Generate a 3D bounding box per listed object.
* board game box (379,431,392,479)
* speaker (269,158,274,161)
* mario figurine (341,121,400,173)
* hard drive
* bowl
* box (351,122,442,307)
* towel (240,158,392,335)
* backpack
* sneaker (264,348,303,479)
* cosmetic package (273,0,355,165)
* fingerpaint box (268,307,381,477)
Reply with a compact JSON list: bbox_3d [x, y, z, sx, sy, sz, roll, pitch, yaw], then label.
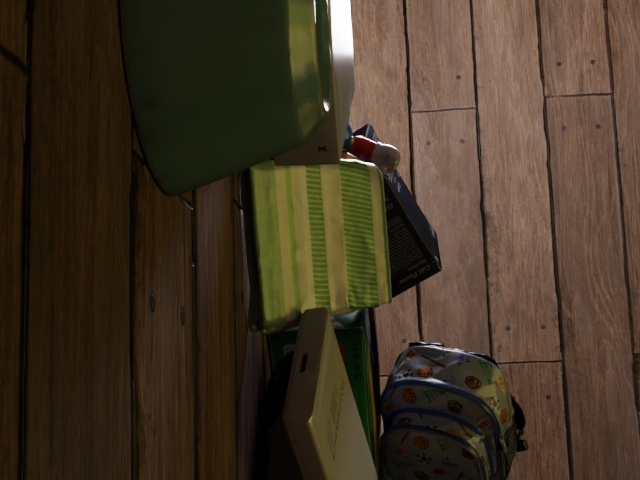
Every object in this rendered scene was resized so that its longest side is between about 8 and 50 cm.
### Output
[{"bbox_3d":[0.071,0.554,2.091,0.317,0.046,0.213,-60,-170,26],"label":"board game box"},{"bbox_3d":[-0.063,-0.131,1.769,0.136,0.055,0.055,-73,160,-76],"label":"speaker"},{"bbox_3d":[0.041,-0.186,2.042,0.170,0.198,0.320,-58,132,-78],"label":"mario figurine"},{"bbox_3d":[0.021,0.306,1.550,0.233,0.047,0.353,-80,158,-53],"label":"hard drive"},{"bbox_3d":[-0.077,-0.203,1.041,0.311,0.163,0.311,-3,90,-84],"label":"bowl"},{"bbox_3d":[0.108,-0.061,2.326,0.312,0.179,0.343,57,11,-8],"label":"box"},{"bbox_3d":[0.000,0.000,1.616,0.325,0.038,0.247,-7,95,-51],"label":"towel"},{"bbox_3d":[0.220,0.317,1.909,0.213,0.277,0.263,-63,150,-50],"label":"backpack"},{"bbox_3d":[-0.039,0.284,1.631,0.086,0.085,0.237,40,52,-68],"label":"sneaker"},{"bbox_3d":[-0.018,-0.325,1.396,0.284,0.098,0.377,-83,169,-63],"label":"cosmetic package"},{"bbox_3d":[0.023,0.249,1.928,0.371,0.163,0.444,-82,169,-63],"label":"fingerpaint box"}]
